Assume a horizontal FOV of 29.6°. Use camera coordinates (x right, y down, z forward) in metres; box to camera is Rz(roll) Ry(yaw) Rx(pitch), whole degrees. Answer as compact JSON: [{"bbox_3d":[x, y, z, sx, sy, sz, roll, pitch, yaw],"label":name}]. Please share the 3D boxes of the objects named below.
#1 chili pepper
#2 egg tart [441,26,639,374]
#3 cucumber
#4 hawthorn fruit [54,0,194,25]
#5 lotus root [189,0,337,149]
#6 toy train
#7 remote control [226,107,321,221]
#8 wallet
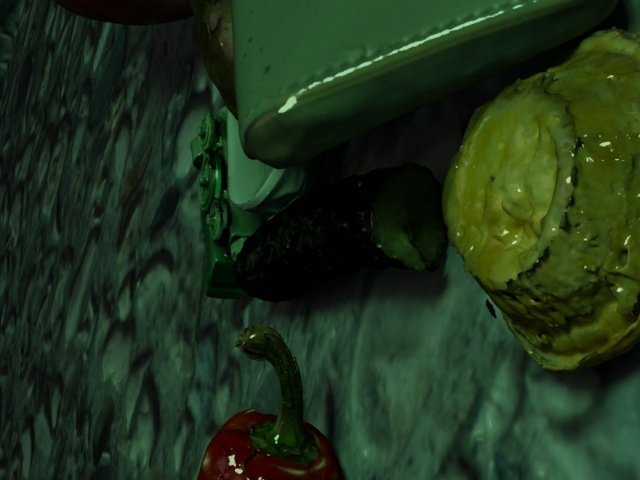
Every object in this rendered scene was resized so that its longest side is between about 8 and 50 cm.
[{"bbox_3d":[-0.057,0.242,0.908,0.110,0.110,0.388,-122,42,-57],"label":"chili pepper"},{"bbox_3d":[0.126,-0.024,0.645,0.191,0.074,0.191,-34,51,56],"label":"egg tart"},{"bbox_3d":[0.000,0.000,0.912,0.303,0.072,0.081,165,101,-65],"label":"cucumber"},{"bbox_3d":[-0.192,-0.364,1.263,0.284,0.284,0.284,-169,90,-67],"label":"hawthorn fruit"},{"bbox_3d":[-0.029,-0.195,0.951,0.160,0.152,0.275,68,-177,-46],"label":"lotus root"},{"bbox_3d":[-0.081,-0.040,1.127,0.105,0.071,0.178,112,155,-49],"label":"toy train"},{"bbox_3d":[-0.043,-0.118,1.062,0.104,0.052,0.247,-49,30,34],"label":"remote control"},{"bbox_3d":[0.047,-0.221,0.772,0.252,0.083,0.360,-24,47,18],"label":"wallet"}]
